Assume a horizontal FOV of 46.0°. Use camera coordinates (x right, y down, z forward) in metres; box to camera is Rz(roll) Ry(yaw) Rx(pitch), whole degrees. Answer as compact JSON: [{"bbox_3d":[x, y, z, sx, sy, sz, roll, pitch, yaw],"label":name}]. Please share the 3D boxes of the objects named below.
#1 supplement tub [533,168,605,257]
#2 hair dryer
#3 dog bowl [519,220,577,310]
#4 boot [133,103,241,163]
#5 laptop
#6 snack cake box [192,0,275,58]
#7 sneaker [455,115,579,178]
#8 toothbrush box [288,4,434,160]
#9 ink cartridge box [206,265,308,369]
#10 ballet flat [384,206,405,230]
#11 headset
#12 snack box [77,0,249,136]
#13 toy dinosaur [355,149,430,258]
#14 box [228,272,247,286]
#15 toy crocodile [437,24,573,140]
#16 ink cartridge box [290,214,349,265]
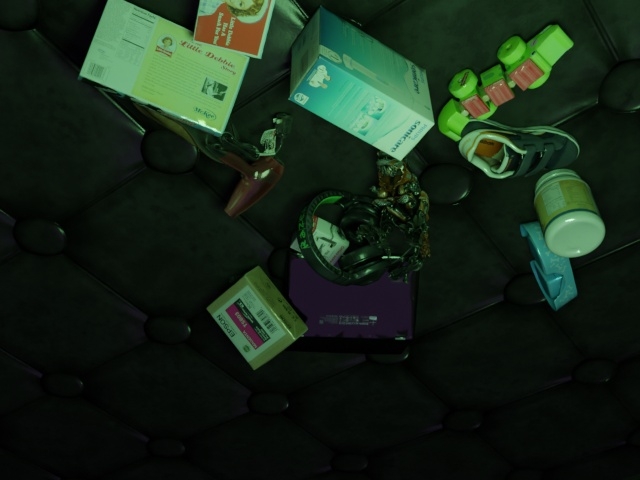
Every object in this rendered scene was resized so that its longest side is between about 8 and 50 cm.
[{"bbox_3d":[0.619,-0.071,1.892,0.144,0.200,0.144,0,133,0],"label":"supplement tub"},{"bbox_3d":[-0.190,-0.185,1.833,0.223,0.080,0.294,-8,127,-26],"label":"hair dryer"},{"bbox_3d":[0.626,0.062,2.055,0.074,0.166,0.297,-24,130,6],"label":"dog bowl"},{"bbox_3d":[-0.314,-0.284,1.784,0.115,0.112,0.305,5,155,46],"label":"boot"},{"bbox_3d":[0.084,0.200,2.281,0.381,0.236,0.408,2,105,-2],"label":"laptop"},{"bbox_3d":[-0.164,-0.520,1.541,0.152,0.089,0.264,11,133,-12],"label":"snack cake box"},{"bbox_3d":[0.479,-0.207,1.817,0.321,0.127,0.126,7,132,-9],"label":"sneaker"},{"bbox_3d":[0.088,-0.339,1.628,0.295,0.216,0.126,24,130,-23],"label":"toothbrush box"},{"bbox_3d":[-0.182,0.223,2.151,0.193,0.088,0.235,-40,87,31],"label":"ink cartridge box"},{"bbox_3d":[0.199,-0.073,1.996,0.057,0.049,0.173,-22,130,21],"label":"ballet flat"},{"bbox_3d":[0.101,0.020,1.975,0.394,0.243,0.185,16,150,-28],"label":"headset"},{"bbox_3d":[-0.333,-0.371,1.627,0.322,0.187,0.060,21,173,-19],"label":"snack box"},{"bbox_3d":[0.218,-0.079,1.875,0.322,0.218,0.164,42,138,-21],"label":"toy dinosaur"},{"bbox_3d":[-0.218,0.126,2.209,0.083,0.018,0.067,-13,133,13],"label":"box"},{"bbox_3d":[0.405,-0.352,1.689,0.340,0.105,0.115,-33,126,27],"label":"toy crocodile"},{"bbox_3d":[0.000,0.000,2.052,0.135,0.056,0.099,25,129,-13],"label":"ink cartridge box"}]
